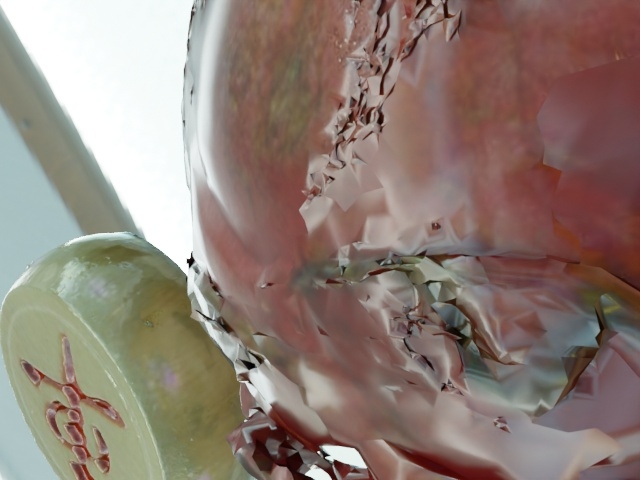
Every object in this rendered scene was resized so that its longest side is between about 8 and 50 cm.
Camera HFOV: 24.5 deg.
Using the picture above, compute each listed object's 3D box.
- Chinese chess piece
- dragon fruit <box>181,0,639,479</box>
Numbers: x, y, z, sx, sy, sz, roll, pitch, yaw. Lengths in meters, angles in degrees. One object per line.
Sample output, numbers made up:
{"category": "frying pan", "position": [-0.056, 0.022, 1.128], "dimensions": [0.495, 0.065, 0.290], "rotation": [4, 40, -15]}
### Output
{"category": "Chinese chess piece", "position": [-0.152, 0.117, 1.158], "dimensions": [0.097, 0.251, 0.250], "rotation": [-29, -82, -33]}
{"category": "dragon fruit", "position": [0.097, -0.041, 0.451], "dimensions": [0.296, 0.301, 0.295], "rotation": [21, -153, -11]}
